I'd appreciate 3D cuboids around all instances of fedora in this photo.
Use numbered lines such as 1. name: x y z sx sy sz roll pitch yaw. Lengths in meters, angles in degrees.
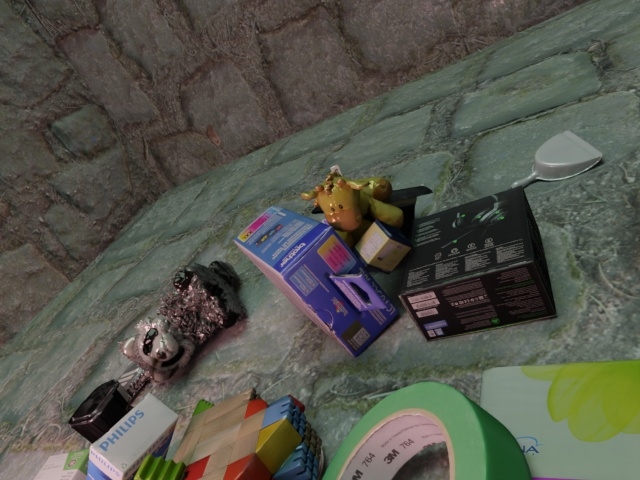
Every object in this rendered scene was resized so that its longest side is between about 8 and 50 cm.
1. fedora: 0.139 -0.043 1.216 0.334 0.152 0.334 -10 4 1

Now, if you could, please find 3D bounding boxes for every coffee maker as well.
1. coffee maker: -0.454 0.428 1.048 0.120 0.178 0.171 -30 25 6

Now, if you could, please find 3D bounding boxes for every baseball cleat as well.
1. baseball cleat: -0.516 0.390 1.321 0.109 0.072 0.206 -17 32 16

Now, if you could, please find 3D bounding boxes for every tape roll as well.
1. tape roll: 0.099 0.331 0.571 0.321 0.077 0.321 -50 12 15

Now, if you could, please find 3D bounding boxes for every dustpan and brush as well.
1. dustpan and brush: 0.557 -0.181 1.170 0.211 0.060 0.147 -23 38 5

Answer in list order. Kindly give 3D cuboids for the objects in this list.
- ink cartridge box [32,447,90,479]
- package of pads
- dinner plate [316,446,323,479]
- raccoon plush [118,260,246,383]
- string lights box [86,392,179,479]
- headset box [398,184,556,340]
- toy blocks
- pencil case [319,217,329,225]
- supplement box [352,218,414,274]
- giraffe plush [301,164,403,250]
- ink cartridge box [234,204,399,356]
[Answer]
1. ink cartridge box: -0.574 0.578 1.011 0.160 0.092 0.219 -20 27 25
2. package of pads: 0.335 0.251 0.557 0.296 0.101 0.229 -14 30 32
3. dinner plate: -0.053 0.405 0.820 0.141 0.017 0.141 -26 24 13
4. raccoon plush: -0.380 0.240 1.407 0.299 0.216 0.446 -45 -5 5
5. string lights box: -0.354 0.414 0.873 0.133 0.077 0.260 -43 -18 -51
6. headset box: 0.309 0.036 0.949 0.246 0.131 0.283 -19 28 28
7. toy blocks: -0.117 0.357 0.744 0.261 0.191 0.381 -29 14 12
8. pencil case: 0.000 0.000 1.426 0.206 0.088 0.086 -39 29 -17
9. supplement box: 0.127 0.014 0.960 0.083 0.083 0.056 -52 47 18
10. giraffe plush: 0.058 -0.077 0.975 0.181 0.210 0.170 -40 -10 13
11. ink cartridge box: -0.008 0.084 1.059 0.151 0.270 0.395 -44 26 -9
